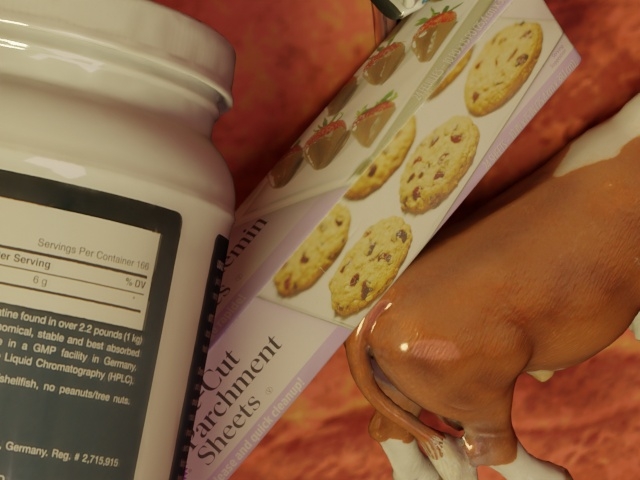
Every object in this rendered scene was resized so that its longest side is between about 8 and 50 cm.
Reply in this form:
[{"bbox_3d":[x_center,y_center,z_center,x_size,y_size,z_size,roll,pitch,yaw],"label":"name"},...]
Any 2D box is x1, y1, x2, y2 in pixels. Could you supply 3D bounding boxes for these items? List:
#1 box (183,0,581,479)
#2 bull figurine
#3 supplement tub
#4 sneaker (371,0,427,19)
[{"bbox_3d":[0.000,0.000,0.878,0.324,0.063,0.067,-49,126,-10],"label":"box"},{"bbox_3d":[0.146,0.020,0.972,0.310,0.101,0.188,-27,125,-18],"label":"bull figurine"},{"bbox_3d":[-0.141,0.037,0.733,0.191,0.191,0.272,15,82,-33],"label":"supplement tub"},{"bbox_3d":[0.049,-0.203,0.837,0.083,0.071,0.190,-26,133,-21],"label":"sneaker"}]
